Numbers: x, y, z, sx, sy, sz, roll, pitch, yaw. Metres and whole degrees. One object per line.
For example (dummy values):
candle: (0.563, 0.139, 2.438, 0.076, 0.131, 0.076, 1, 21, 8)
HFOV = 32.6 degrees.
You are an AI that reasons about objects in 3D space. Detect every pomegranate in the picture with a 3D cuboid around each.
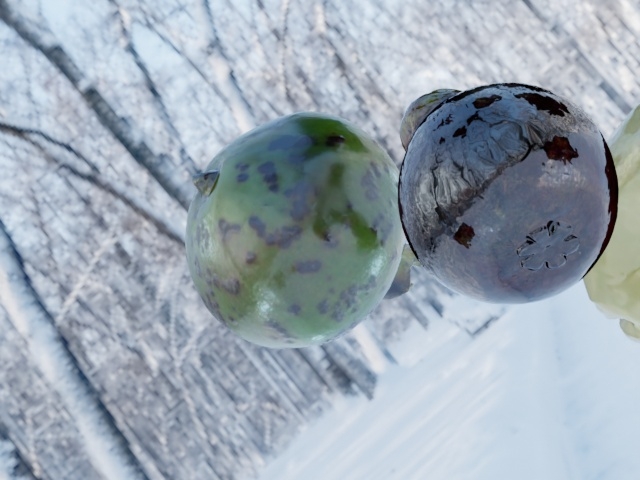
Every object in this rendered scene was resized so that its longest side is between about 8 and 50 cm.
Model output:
pomegranate: (0.000, 0.000, 0.960, 0.211, 0.263, 0.211, -38, 39, 41)

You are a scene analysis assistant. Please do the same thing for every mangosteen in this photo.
mangosteen: (0.097, -0.034, 0.609, 0.140, 0.140, 0.140, -40, -7, -6)

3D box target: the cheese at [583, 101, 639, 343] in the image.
cheese: (0.288, -0.007, 0.768, 0.117, 0.214, 0.226, -49, -40, -42)
